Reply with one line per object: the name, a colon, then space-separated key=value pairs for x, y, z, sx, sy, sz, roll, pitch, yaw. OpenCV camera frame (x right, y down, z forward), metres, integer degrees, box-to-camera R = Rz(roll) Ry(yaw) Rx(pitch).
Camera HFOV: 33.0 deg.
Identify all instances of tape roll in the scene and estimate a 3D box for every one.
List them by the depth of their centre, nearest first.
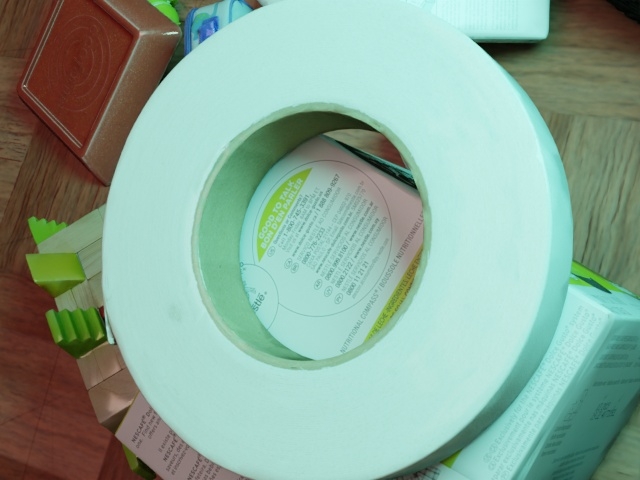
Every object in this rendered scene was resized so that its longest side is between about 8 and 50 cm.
tape roll: x=0.000 y=0.000 z=0.855 sx=0.392 sy=0.072 sz=0.392 roll=-4 pitch=82 yaw=27

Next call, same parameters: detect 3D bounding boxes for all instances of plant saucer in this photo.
plant saucer: x=-0.339 y=-0.253 z=1.567 sx=0.259 sy=0.047 sz=0.258 roll=42 pitch=112 yaw=32

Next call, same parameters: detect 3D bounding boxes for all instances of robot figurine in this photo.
robot figurine: x=-0.252 y=-0.328 z=1.576 sx=0.101 sy=0.067 sz=0.115 roll=-45 pitch=57 yaw=-4

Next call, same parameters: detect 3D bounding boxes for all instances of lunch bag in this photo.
lunch bag: x=-0.104 y=-0.188 z=1.381 sx=0.090 sy=0.176 sz=0.219 roll=-13 pitch=68 yaw=24

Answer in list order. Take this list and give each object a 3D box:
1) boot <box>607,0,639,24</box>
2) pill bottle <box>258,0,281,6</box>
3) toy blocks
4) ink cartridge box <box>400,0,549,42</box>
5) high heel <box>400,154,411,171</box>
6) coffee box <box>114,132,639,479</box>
boot: x=0.439 y=-0.338 z=1.152 sx=0.348 sy=0.131 sz=0.260 roll=37 pitch=95 yaw=18
pill bottle: x=0.059 y=-0.361 z=1.363 sx=0.278 sy=0.162 sz=0.162 roll=-45 pitch=58 yaw=7
toy blocks: x=-0.186 y=0.064 z=1.354 sx=0.260 sy=0.191 sz=0.381 roll=-31 pitch=55 yaw=2
ink cartridge box: x=0.147 y=-0.370 z=1.256 sx=0.238 sy=0.060 sz=0.275 roll=0 pitch=95 yaw=-4
high heel: x=0.148 y=-0.172 z=1.298 sx=0.117 sy=0.082 sz=0.244 roll=-22 pitch=52 yaw=26
coffee box: x=0.085 y=0.129 z=1.024 sx=0.334 sy=0.337 sz=0.338 roll=33 pitch=99 yaw=26
